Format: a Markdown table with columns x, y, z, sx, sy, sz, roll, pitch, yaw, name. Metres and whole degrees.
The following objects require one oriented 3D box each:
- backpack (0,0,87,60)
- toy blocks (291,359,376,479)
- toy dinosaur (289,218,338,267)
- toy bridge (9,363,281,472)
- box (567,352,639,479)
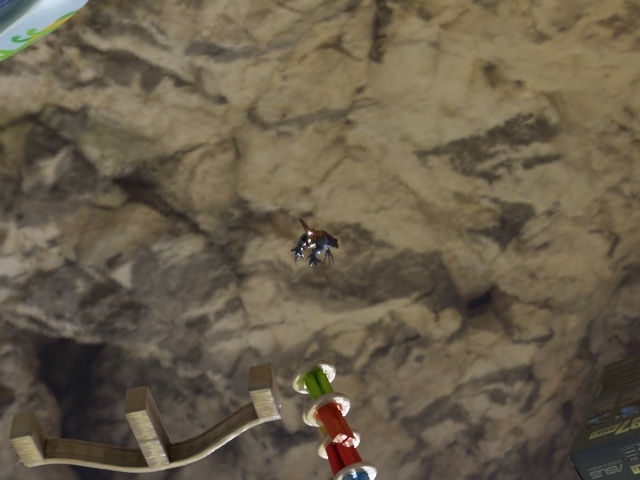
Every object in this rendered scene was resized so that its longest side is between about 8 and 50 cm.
| x | y | z | sx | sy | sz | roll | pitch | yaw | name |
| --- | --- | --- | --- | --- | --- | --- | --- | --- | --- |
| -0.204 | -0.163 | 0.450 | 0.355 | 0.290 | 0.273 | -12 | -50 | 4 | backpack |
| 0.022 | 0.221 | 1.314 | 0.123 | 0.054 | 0.148 | 76 | -10 | -48 | toy blocks |
| 0.000 | 0.000 | 1.351 | 0.047 | 0.082 | 0.090 | 21 | -54 | 9 | toy dinosaur |
| -0.118 | 0.130 | 0.817 | 0.188 | 0.026 | 0.063 | -12 | -52 | 5 | toy bridge |
| 0.381 | 0.160 | 1.211 | 0.232 | 0.183 | 0.059 | -27 | -79 | 33 | box |
